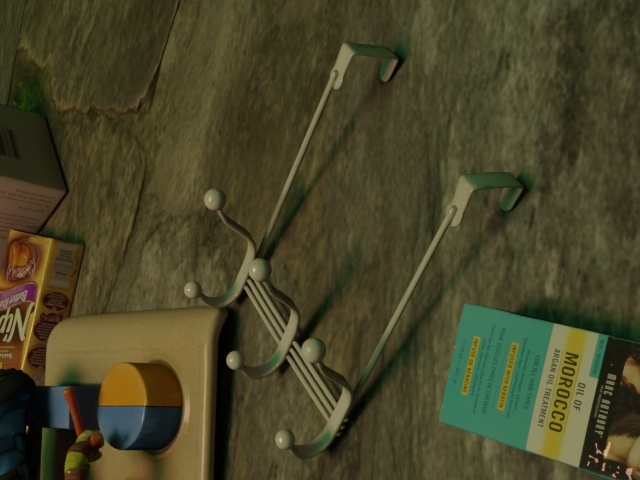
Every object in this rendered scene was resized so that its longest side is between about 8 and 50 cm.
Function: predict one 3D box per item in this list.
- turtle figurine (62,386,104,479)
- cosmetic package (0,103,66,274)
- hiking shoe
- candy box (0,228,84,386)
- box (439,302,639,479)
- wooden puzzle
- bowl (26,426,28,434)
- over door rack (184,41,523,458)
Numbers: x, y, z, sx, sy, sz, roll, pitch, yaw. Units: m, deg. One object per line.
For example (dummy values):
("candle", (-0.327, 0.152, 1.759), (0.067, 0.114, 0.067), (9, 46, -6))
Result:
("turtle figurine", (-0.220, 0.278, 1.240), (0.217, 0.087, 0.270), (-6, 80, 47))
("cosmetic package", (-0.517, -0.011, 1.685), (0.365, 0.197, 0.155), (-47, 49, 28))
("hiking shoe", (-0.334, 0.289, 1.369), (0.113, 0.132, 0.304), (93, -174, -68))
("candy box", (-0.360, 0.085, 1.587), (0.109, 0.053, 0.187), (9, 88, 49))
("box", (0.201, 0.117, 0.935), (0.244, 0.060, 0.101), (11, 88, 50))
("wooden puzzle", (-0.233, 0.243, 1.377), (0.322, 0.080, 0.348), (-7, 74, 48))
("bowl", (-0.428, 0.260, 1.572), (0.170, 0.170, 0.080), (51, 161, 43))
("over door rack", (0.000, 0.000, 1.161), (0.324, 0.108, 0.239), (-56, 45, 22))
